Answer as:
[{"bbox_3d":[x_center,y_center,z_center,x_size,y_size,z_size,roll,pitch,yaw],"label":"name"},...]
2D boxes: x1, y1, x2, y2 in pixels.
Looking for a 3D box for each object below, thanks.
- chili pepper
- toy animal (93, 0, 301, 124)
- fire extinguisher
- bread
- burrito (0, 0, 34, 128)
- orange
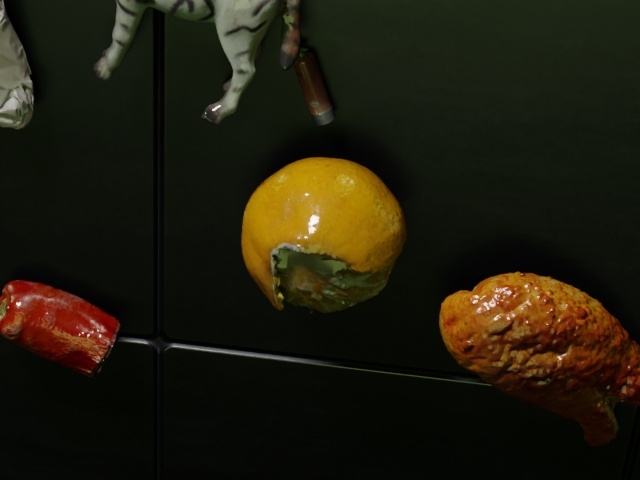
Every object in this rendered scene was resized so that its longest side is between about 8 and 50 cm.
[{"bbox_3d":[-0.267,0.085,1.465,0.123,0.073,0.070,26,80,-12],"label":"chili pepper"},{"bbox_3d":[-0.143,-0.207,1.248,0.255,0.090,0.170,33,118,-17],"label":"toy animal"},{"bbox_3d":[-0.011,-0.144,1.308,0.028,0.022,0.083,7,130,41],"label":"fire extinguisher"},{"bbox_3d":[0.232,0.119,1.404,0.269,0.095,0.139,37,128,-21],"label":"bread"},{"bbox_3d":[-0.304,-0.191,1.295,0.064,0.064,0.203,-9,119,13],"label":"burrito"},{"bbox_3d":[0.000,0.000,1.336,0.156,0.134,0.157,9,120,17],"label":"orange"}]
